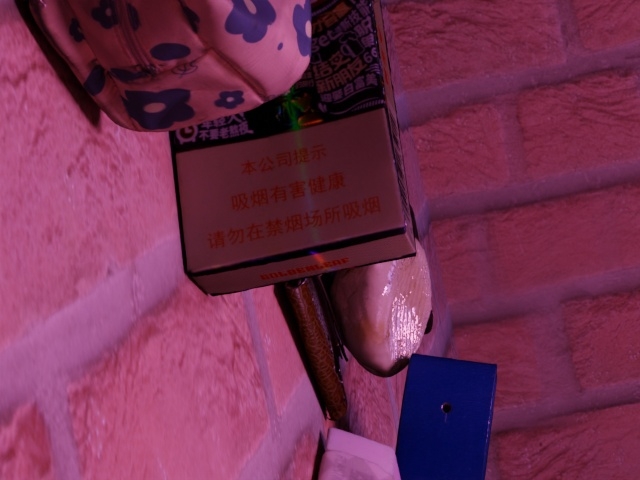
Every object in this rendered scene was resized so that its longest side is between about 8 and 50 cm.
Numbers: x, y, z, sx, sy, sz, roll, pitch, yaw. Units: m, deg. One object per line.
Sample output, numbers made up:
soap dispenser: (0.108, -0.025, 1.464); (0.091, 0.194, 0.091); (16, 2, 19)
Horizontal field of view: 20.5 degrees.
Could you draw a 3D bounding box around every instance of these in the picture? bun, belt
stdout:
bun: (0.064, 0.075, 2.145); (0.183, 0.102, 0.183); (6, 90, -68)
belt: (0.146, 0.307, 2.147); (0.212, 0.117, 0.347); (-72, 168, -64)

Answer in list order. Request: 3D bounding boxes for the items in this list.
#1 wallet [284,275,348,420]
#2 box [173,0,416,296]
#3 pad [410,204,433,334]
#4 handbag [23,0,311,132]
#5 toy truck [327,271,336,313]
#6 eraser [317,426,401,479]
wallet: (-0.006, 0.082, 2.015); (0.243, 0.039, 0.133); (74, 6, -46)
box: (-0.032, -0.119, 1.584); (0.084, 0.198, 0.310); (55, 26, -68)
pad: (0.088, 0.047, 2.351); (0.266, 0.002, 0.176); (159, -79, -69)
handbag: (-0.117, -0.229, 1.279); (0.193, 0.190, 0.251); (37, 46, -61)
toy truck: (0.049, 0.002, 2.278); (0.140, 0.108, 0.257); (-120, -161, -77)
eraser: (0.048, 0.369, 1.857); (0.397, 0.082, 0.213); (-78, 156, -68)
